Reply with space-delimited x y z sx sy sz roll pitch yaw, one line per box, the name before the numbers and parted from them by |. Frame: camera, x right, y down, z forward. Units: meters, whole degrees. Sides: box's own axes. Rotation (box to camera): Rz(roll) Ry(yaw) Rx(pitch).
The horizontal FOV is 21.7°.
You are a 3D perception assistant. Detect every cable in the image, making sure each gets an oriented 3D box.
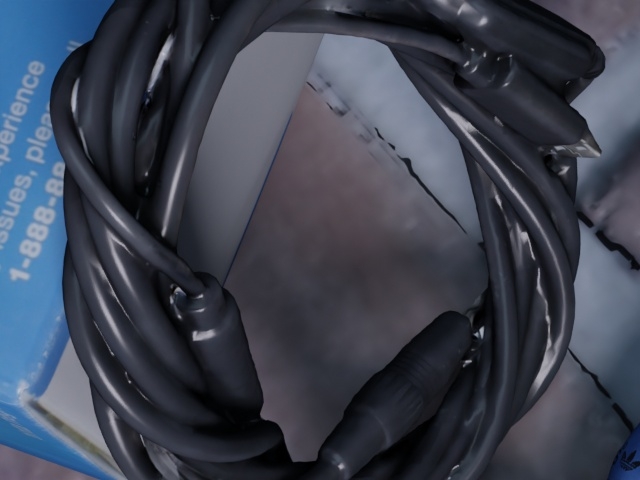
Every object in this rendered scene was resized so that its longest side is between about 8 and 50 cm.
cable | 0.000 0.000 0.401 0.047 0.184 0.150 24 97 40

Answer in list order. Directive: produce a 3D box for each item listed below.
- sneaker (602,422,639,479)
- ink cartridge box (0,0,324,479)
sneaker | 0.148 0.080 0.413 0.152 0.058 0.084 33 89 21
ink cartridge box | -0.160 -0.092 0.465 0.308 0.129 0.223 18 77 12
